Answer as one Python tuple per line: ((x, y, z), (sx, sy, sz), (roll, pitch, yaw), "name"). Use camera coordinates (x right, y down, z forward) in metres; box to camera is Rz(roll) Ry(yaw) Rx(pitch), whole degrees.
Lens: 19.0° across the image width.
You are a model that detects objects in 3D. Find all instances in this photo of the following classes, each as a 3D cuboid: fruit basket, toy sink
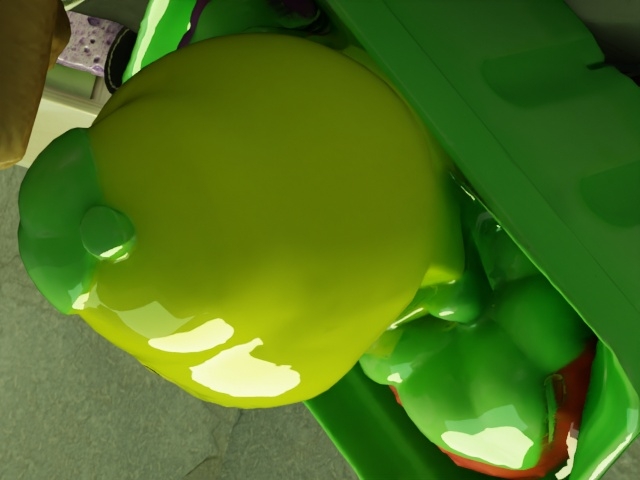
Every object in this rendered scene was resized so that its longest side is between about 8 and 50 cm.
((0.000, 0.000, 0.960), (0.392, 0.392, 0.283), (17, 142, -8), "fruit basket")
((-0.265, -0.200, 1.831), (0.152, 0.234, 0.131), (17, 146, -10), "toy sink")

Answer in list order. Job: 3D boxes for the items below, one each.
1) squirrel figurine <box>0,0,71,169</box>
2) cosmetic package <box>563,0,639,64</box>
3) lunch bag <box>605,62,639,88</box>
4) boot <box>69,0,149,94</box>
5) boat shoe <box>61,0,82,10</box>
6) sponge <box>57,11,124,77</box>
((-0.229, -0.253, 0.851), (0.397, 0.281, 0.370), (36, 177, -29), "squirrel figurine")
((0.147, -0.167, 1.096), (0.085, 0.117, 0.231), (20, 173, -35), "cosmetic package")
((0.278, -0.038, 1.234), (0.385, 0.239, 0.328), (-23, -161, -34), "lunch bag")
((-0.143, -0.198, 1.513), (0.284, 0.138, 0.377), (18, 169, -33), "boot")
((-0.115, -0.207, 1.208), (0.305, 0.109, 0.091), (-12, -179, -44), "boat shoe")
((-0.145, -0.193, 1.750), (0.210, 0.117, 0.031), (17, 173, -10), "sponge")
